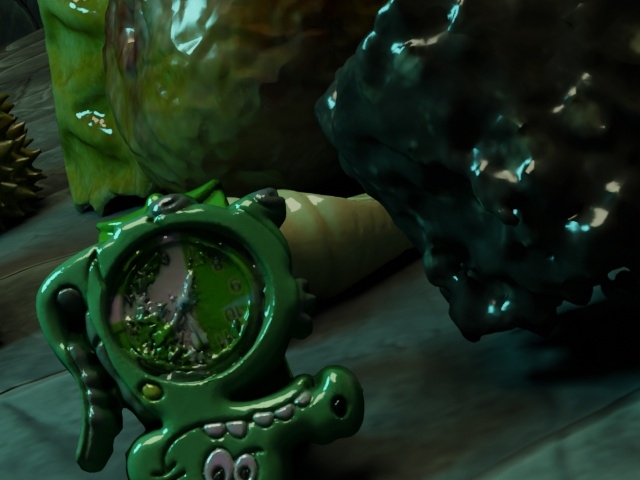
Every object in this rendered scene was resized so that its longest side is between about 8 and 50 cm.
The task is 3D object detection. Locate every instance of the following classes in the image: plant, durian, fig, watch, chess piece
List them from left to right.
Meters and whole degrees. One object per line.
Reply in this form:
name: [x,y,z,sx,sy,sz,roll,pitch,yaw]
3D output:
durian: [-0.374,-0.072,1.510,0.166,0.172,0.306,-18,29,18]
watch: [-0.060,0.058,0.748,0.131,0.165,0.152,-22,-9,-5]
chess piece: [0.000,0.000,0.967,0.200,0.090,0.090,-17,11,-36]
fig: [0.013,-0.147,1.230,0.368,0.286,0.286,10,3,-24]
plant: [0.123,-0.047,0.737,0.204,0.234,0.178,-49,4,-19]

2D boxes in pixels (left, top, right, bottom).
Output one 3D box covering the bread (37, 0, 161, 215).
bread: [-0.144,-0.174,1.426,0.238,0.252,0.196,-16,10,-8]
